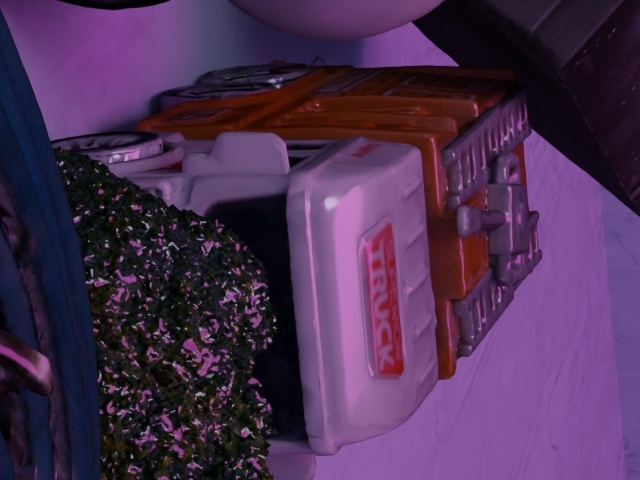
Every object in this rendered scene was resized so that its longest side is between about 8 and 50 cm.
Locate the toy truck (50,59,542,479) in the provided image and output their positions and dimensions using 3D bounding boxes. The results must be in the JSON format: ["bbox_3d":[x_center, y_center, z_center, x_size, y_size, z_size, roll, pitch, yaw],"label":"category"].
[{"bbox_3d":[0.000,0.000,1.045,0.387,0.207,0.173,-39,125,-69],"label":"toy truck"}]

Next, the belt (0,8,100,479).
[{"bbox_3d":[-0.186,0.033,0.481,0.436,0.173,0.300,65,30,-53],"label":"belt"}]

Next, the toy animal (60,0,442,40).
[{"bbox_3d":[-0.033,-0.181,0.892,0.187,0.235,0.165,72,26,-62],"label":"toy animal"}]

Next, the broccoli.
[{"bbox_3d":[-0.101,0.056,0.799,0.156,0.195,0.195,100,4,-46],"label":"broccoli"}]

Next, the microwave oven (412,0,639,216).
[{"bbox_3d":[0.154,-0.240,1.300,0.236,0.374,0.432,-47,161,2],"label":"microwave oven"}]
